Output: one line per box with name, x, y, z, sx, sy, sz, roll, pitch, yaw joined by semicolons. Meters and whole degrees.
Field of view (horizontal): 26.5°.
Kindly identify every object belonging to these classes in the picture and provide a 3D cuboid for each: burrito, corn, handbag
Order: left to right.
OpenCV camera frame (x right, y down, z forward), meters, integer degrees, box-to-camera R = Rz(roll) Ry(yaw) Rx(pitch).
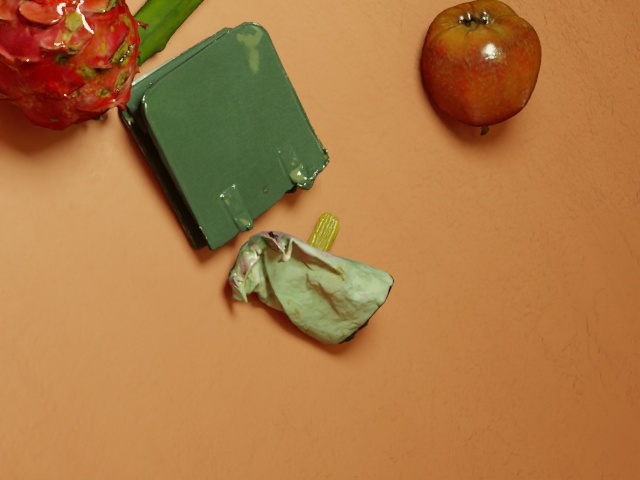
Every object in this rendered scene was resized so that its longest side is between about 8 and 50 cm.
handbag;-0.129;-0.146;1.894;0.247;0.079;0.260;-39;112;-32
burrito;-0.019;0.058;1.944;0.229;0.089;0.144;29;113;-33
corn;0.000;0.000;2.009;0.037;0.037;0.092;44;63;-27

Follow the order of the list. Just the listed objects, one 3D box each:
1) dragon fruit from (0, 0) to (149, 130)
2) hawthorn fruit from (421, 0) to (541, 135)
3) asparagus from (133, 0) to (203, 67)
dragon fruit;-0.320;-0.236;1.684;0.210;0.205;0.268;-38;150;-8
hawthorn fruit;0.256;-0.262;2.167;0.196;0.196;0.225;-38;133;-35
asparagus;-0.203;-0.324;1.864;0.067;0.060;0.278;45;60;-18
